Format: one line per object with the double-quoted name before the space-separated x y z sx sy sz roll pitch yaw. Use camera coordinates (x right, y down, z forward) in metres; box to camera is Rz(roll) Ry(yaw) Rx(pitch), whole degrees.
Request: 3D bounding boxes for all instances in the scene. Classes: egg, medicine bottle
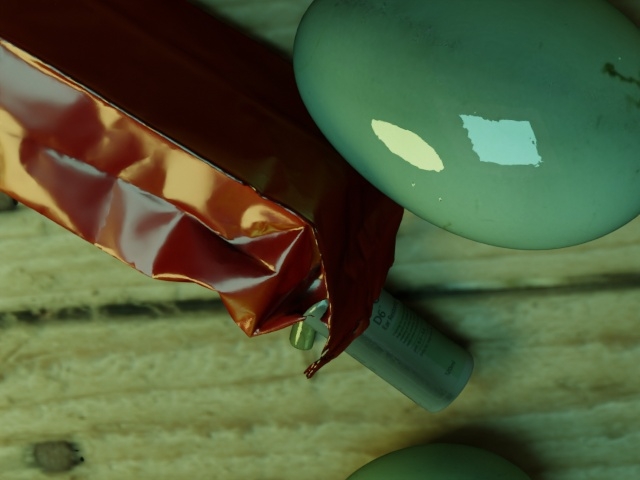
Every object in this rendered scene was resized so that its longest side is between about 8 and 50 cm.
"egg" 0.088 0.232 1.464 0.192 0.149 0.149 -7 118 20
"medicine bottle" 0.024 0.053 1.417 0.199 0.058 0.057 37 122 -16
"egg" 0.107 -0.095 1.247 0.264 0.183 0.183 23 123 8

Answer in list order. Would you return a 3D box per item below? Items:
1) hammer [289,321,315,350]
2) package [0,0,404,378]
"hammer" 0.000 0.000 1.430 0.062 0.013 0.199 17 122 4
"package" -0.126 -0.081 1.299 0.423 0.196 0.123 32 122 -3
